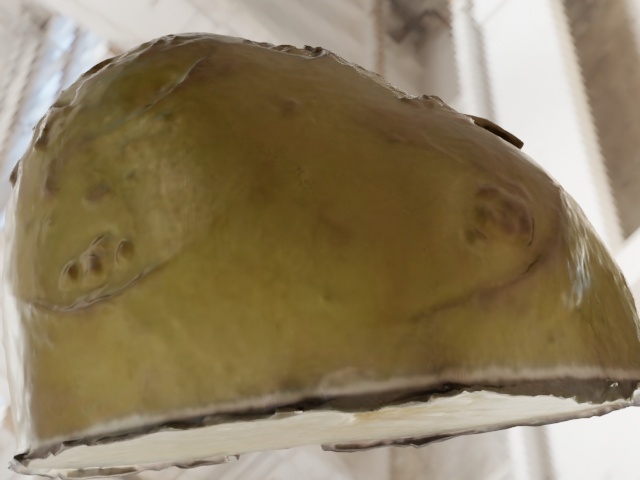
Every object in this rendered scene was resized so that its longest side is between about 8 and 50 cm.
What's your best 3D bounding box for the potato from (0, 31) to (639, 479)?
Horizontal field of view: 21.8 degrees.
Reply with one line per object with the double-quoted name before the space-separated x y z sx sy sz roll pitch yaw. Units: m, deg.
"potato" 0.000 0.000 0.761 0.246 0.299 0.196 96 169 -81
